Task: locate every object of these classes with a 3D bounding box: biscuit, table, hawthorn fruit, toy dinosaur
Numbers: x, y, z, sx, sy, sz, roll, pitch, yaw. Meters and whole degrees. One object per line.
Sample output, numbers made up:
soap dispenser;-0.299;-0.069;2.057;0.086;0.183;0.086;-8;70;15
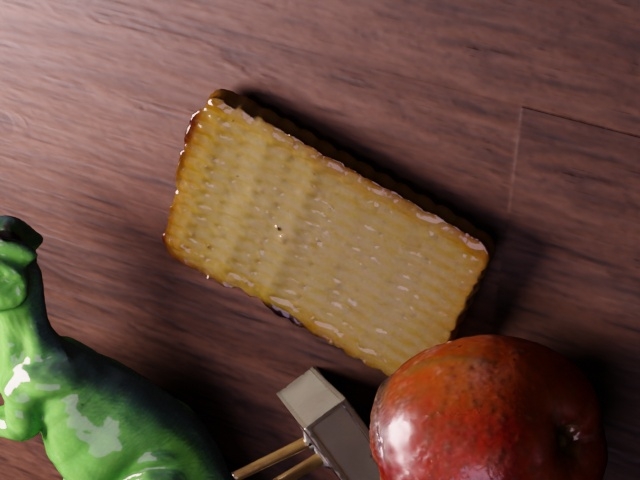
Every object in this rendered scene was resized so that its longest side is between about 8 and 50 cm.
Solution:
biscuit;0.000;0.000;1.128;0.254;0.029;0.172;29;132;10
table;0.031;0.239;1.188;0.240;0.111;0.121;55;174;-12
hawthorn fruit;0.126;0.152;1.072;0.173;0.173;0.173;16;128;21
toy dinosaur;-0.106;0.163;1.273;0.500;0.144;0.374;10;127;7
